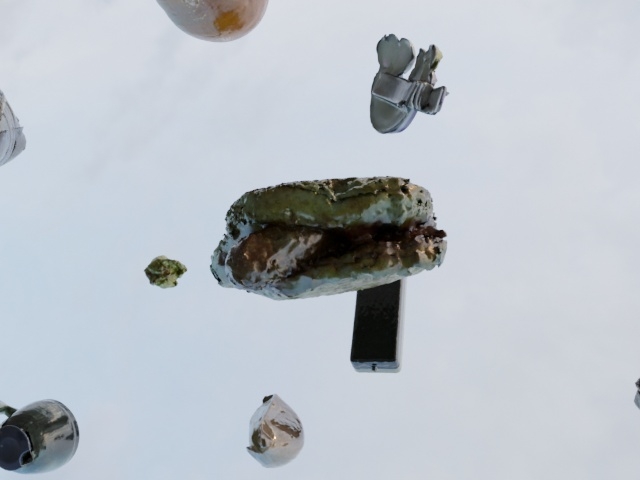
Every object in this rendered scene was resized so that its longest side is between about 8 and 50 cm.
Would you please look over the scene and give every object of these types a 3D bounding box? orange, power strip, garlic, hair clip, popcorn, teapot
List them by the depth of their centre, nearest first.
[{"bbox_3d":[0.092,-0.181,0.789,0.116,0.049,0.172,-65,-157,12],"label":"hair clip"},{"bbox_3d":[-0.452,0.290,1.017,0.111,0.108,0.149,-37,-101,9],"label":"teapot"},{"bbox_3d":[-0.186,-0.432,1.064,0.171,0.240,0.240,-24,-129,22],"label":"orange"},{"bbox_3d":[-0.080,0.349,1.183,0.087,0.195,0.101,-39,-86,9],"label":"garlic"},{"bbox_3d":[-0.307,0.059,1.316,0.083,0.059,0.068,-13,-108,9],"label":"popcorn"},{"bbox_3d":[0.126,0.168,1.435,0.105,0.070,0.257,-4,-127,18],"label":"power strip"}]

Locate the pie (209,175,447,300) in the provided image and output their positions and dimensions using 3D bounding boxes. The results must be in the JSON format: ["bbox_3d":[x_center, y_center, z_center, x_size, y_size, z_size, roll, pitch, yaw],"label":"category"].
[{"bbox_3d":[0.009,0.000,1.125,0.395,0.418,0.180,-7,-93,-9],"label":"pie"}]

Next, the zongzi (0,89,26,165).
[{"bbox_3d":[-0.340,-0.141,0.588,0.081,0.178,0.189,-25,-164,-10],"label":"zongzi"}]

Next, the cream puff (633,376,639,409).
[{"bbox_3d":[0.297,0.120,0.498,0.116,0.094,0.122,-26,-98,2],"label":"cream puff"}]
